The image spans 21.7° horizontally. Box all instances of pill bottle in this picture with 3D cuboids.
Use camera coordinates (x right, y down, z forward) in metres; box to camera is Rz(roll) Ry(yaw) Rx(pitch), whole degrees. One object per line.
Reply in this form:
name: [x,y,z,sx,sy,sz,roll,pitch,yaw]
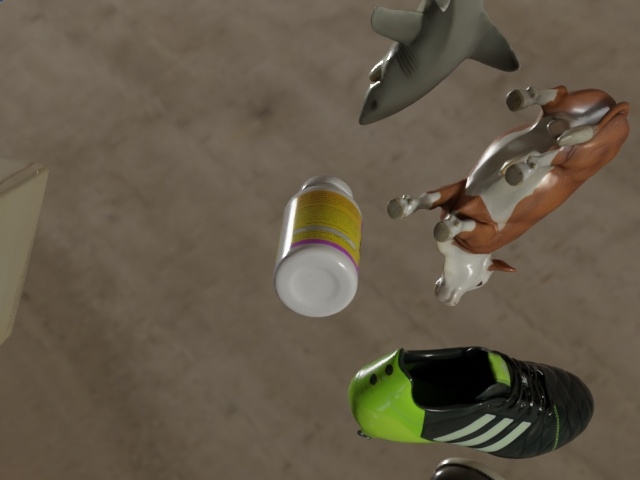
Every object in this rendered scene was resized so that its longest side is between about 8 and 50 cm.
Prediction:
pill bottle: [0.000,0.000,0.872,0.083,0.043,0.043,-83,150,-55]

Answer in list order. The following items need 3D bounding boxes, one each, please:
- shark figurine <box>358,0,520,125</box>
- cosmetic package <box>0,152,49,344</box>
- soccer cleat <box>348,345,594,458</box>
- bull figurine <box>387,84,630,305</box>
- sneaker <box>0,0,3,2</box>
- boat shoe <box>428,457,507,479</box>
shark figurine: [0.116,-0.182,1.364,0.116,0.166,0.278,46,-14,14]
cosmetic package: [-0.302,0.020,1.270,0.113,0.160,0.309,14,10,-2]
soccer cleat: [0.101,0.092,0.986,0.072,0.179,0.060,-44,-129,47]
bull figurine: [0.190,-0.050,1.753,0.188,0.310,0.101,-3,51,-53]
sneaker: [-0.245,-0.256,1.308,0.085,0.058,0.152,6,-65,22]
boat shoe: [0.146,0.324,1.263,0.112,0.095,0.335,-3,-62,39]
